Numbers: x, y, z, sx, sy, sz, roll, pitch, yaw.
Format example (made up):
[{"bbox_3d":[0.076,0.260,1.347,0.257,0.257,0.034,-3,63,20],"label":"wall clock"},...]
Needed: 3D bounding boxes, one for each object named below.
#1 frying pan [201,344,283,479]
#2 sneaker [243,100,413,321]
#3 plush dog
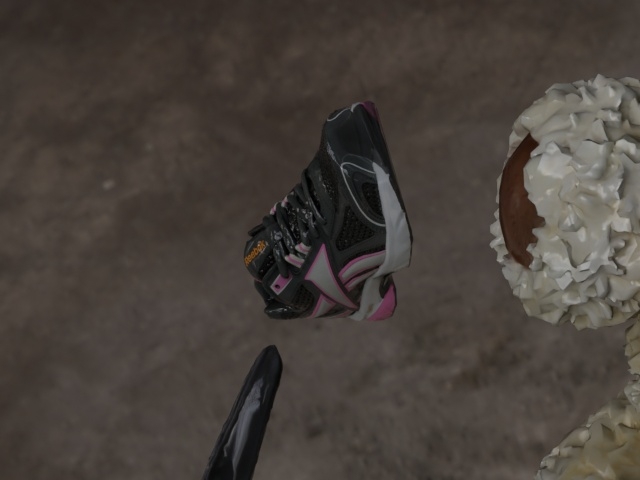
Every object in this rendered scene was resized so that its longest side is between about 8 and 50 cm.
[{"bbox_3d":[-0.086,0.209,0.625,0.053,0.326,0.197,15,32,-3],"label":"frying pan"},{"bbox_3d":[0.000,0.000,0.934,0.077,0.178,0.072,-12,59,-9],"label":"sneaker"},{"bbox_3d":[0.194,0.070,0.655,0.210,0.262,0.225,-16,32,-15],"label":"plush dog"}]
